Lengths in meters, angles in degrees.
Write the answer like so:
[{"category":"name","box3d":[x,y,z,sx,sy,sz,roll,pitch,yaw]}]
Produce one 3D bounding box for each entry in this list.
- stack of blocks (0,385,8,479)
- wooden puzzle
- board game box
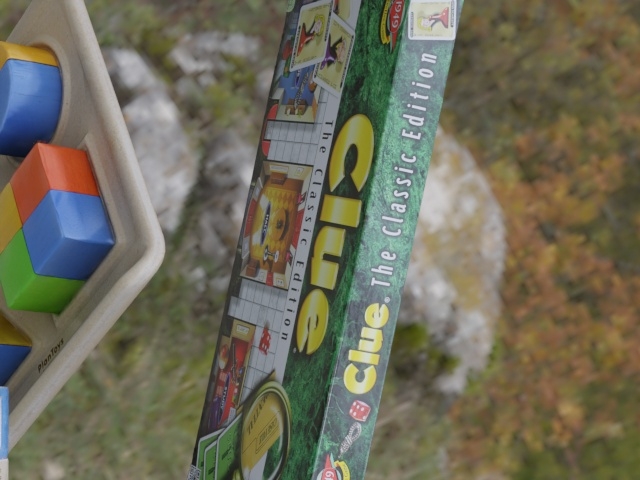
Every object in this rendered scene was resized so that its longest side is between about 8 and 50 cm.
[{"category":"stack of blocks","box3d":[-0.264,0.233,1.110,0.171,0.087,0.297,1,89,-60]},{"category":"wooden puzzle","box3d":[-0.263,-0.016,1.593,0.080,0.322,0.348,12,45,-34]},{"category":"board game box","box3d":[0.000,0.000,0.846,0.030,0.136,0.260,12,90,-26]}]
